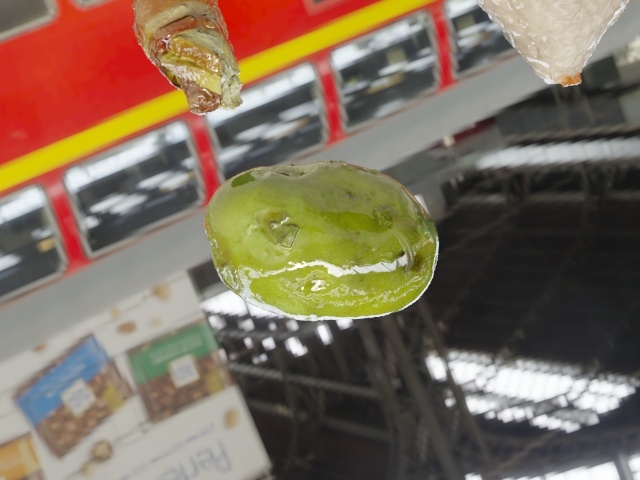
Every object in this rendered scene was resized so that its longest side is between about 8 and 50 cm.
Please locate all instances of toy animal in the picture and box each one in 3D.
[{"bbox_3d":[0.228,-0.326,1.284,0.188,0.358,0.226,14,-149,44],"label":"toy animal"}]

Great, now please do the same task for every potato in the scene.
[{"bbox_3d":[0.000,0.000,1.460,0.253,0.148,0.186,17,-142,-7],"label":"potato"}]

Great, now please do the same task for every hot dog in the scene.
[{"bbox_3d":[-0.159,-0.234,1.582,0.103,0.146,0.213,-21,-124,4],"label":"hot dog"}]
